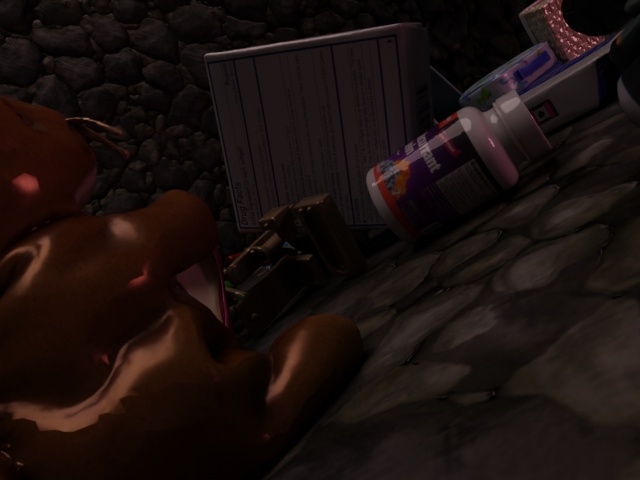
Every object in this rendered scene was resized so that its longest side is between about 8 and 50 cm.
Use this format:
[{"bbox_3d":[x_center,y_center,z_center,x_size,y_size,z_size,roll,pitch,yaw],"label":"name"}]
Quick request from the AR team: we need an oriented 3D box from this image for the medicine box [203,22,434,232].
[{"bbox_3d":[0.009,-0.159,0.838,0.289,0.263,0.149,-1,20,22],"label":"medicine box"}]

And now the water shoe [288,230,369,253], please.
[{"bbox_3d":[0.013,-0.026,0.939,0.203,0.073,0.080,0,57,55],"label":"water shoe"}]

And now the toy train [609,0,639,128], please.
[{"bbox_3d":[0.326,-0.206,0.362,0.190,0.142,0.334,-50,-2,-44],"label":"toy train"}]

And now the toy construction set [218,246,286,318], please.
[{"bbox_3d":[-0.187,0.063,0.972,0.309,0.257,0.237,-15,2,30],"label":"toy construction set"}]

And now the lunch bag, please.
[{"bbox_3d":[0.448,-0.373,1.361,0.219,0.090,0.176,-38,6,-25],"label":"lunch bag"}]

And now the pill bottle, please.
[{"bbox_3d":[0.159,-0.086,0.669,0.193,0.108,0.108,-32,7,22],"label":"pill bottle"}]

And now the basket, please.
[{"bbox_3d":[0.569,-0.501,1.355,0.113,0.167,0.103,-35,11,4],"label":"basket"}]

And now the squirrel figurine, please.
[{"bbox_3d":[-0.241,0.066,0.426,0.281,0.370,0.397,-28,10,47],"label":"squirrel figurine"}]

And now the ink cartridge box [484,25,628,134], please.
[{"bbox_3d":[0.327,-0.203,0.857,0.176,0.069,0.371,-39,5,-41],"label":"ink cartridge box"}]

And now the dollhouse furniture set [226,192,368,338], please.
[{"bbox_3d":[-0.042,0.038,0.762,0.151,0.144,0.123,-6,31,47],"label":"dollhouse furniture set"}]

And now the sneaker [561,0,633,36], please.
[{"bbox_3d":[0.450,-0.363,0.803,0.130,0.087,0.227,-33,8,-14],"label":"sneaker"}]

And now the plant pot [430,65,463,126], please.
[{"bbox_3d":[0.203,-0.300,1.480,0.252,0.248,0.247,-49,-4,40],"label":"plant pot"}]

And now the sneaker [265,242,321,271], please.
[{"bbox_3d":[0.000,0.000,1.061,0.237,0.085,0.086,-27,43,17],"label":"sneaker"}]

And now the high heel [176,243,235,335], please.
[{"bbox_3d":[-0.154,0.056,0.729,0.082,0.244,0.117,-1,-12,-21],"label":"high heel"}]
